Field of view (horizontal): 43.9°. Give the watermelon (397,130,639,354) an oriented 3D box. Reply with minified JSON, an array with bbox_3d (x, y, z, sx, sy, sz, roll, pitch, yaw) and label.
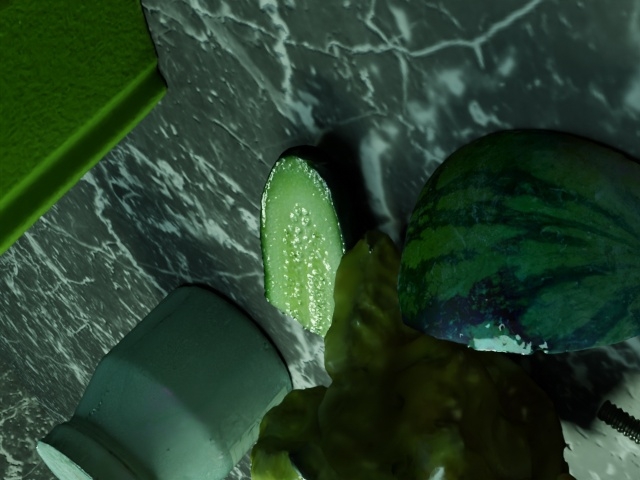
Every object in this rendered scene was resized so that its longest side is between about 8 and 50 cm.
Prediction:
[{"bbox_3d":[0.147,0.015,0.552,0.231,0.146,0.128,11,134,47],"label":"watermelon"}]

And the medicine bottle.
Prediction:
[{"bbox_3d":[-0.217,0.242,1.102,0.245,0.290,0.245,30,145,24],"label":"medicine bottle"}]

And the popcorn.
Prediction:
[{"bbox_3d":[0.063,0.198,0.707,0.321,0.325,0.290,50,123,24],"label":"popcorn"}]

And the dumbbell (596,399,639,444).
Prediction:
[{"bbox_3d":[0.327,0.201,0.603,0.254,0.110,0.110,32,147,32],"label":"dumbbell"}]

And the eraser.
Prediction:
[{"bbox_3d":[-0.274,-0.150,0.751,0.092,0.274,0.210,15,140,27],"label":"eraser"}]

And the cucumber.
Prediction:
[{"bbox_3d":[0.000,0.000,0.787,0.115,0.063,0.244,26,144,21],"label":"cucumber"}]
